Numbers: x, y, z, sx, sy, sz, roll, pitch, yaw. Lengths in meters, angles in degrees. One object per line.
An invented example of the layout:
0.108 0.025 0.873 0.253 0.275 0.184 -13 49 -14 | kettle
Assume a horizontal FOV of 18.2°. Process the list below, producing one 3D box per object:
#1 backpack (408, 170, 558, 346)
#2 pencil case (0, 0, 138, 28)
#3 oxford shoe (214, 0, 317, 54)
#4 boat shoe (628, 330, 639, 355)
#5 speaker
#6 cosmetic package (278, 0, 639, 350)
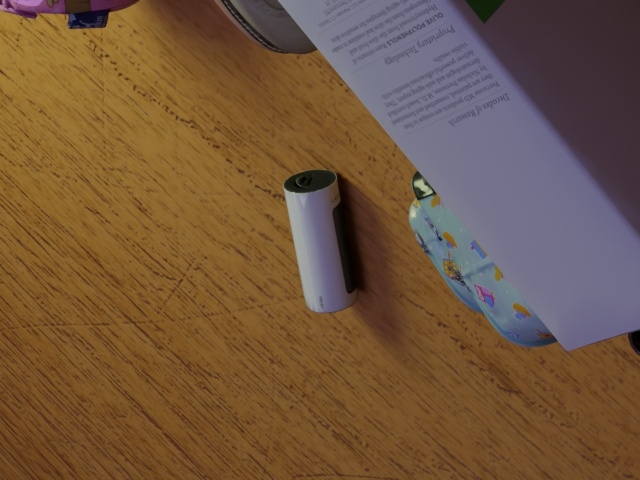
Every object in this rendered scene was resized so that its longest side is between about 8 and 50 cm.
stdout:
0.178 -0.006 1.655 0.188 0.166 0.144 57 146 8 | backpack
-0.259 -0.399 1.887 0.160 0.167 0.386 0 119 8 | pencil case
-0.027 -0.282 1.669 0.146 0.140 0.397 37 159 32 | oxford shoe
0.357 0.095 1.573 0.257 0.095 0.095 12 124 45 | boat shoe
0.000 0.000 1.967 0.055 0.055 0.136 16 126 44 | speaker
0.167 -0.120 1.495 0.365 0.197 0.155 48 145 -13 | cosmetic package
